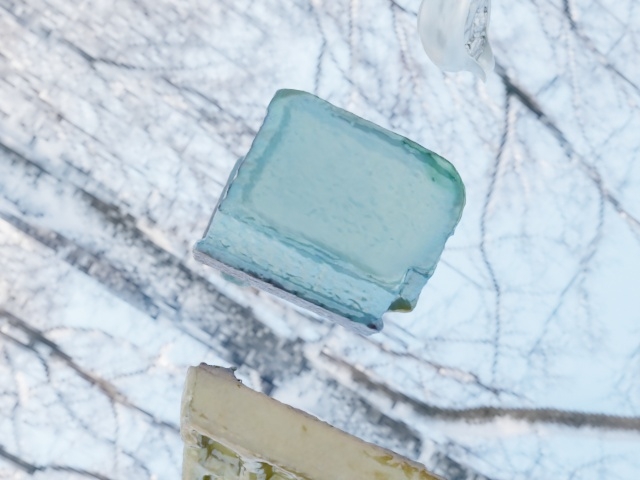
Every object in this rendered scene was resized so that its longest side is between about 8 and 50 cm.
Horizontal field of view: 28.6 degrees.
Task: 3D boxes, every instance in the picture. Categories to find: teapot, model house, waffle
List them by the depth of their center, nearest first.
[{"bbox_3d":[-0.005,0.295,1.385,0.077,0.348,0.304,-58,164,-36],"label":"waffle"},{"bbox_3d":[0.000,0.000,1.582,0.230,0.281,0.248,-65,-178,-33],"label":"model house"},{"bbox_3d":[0.184,-0.312,1.726,0.092,0.226,0.145,13,-124,23],"label":"teapot"}]
